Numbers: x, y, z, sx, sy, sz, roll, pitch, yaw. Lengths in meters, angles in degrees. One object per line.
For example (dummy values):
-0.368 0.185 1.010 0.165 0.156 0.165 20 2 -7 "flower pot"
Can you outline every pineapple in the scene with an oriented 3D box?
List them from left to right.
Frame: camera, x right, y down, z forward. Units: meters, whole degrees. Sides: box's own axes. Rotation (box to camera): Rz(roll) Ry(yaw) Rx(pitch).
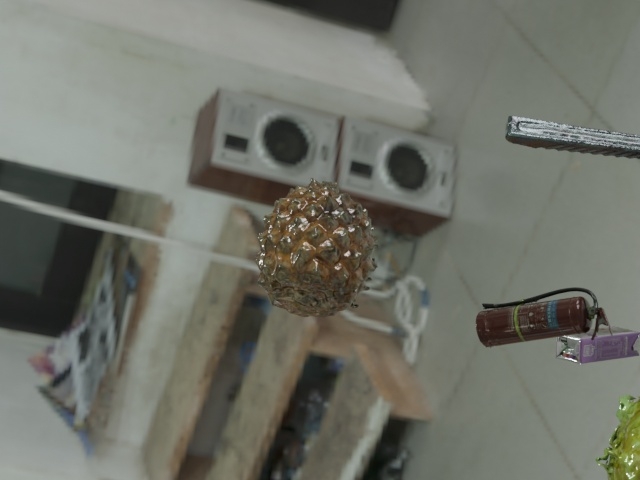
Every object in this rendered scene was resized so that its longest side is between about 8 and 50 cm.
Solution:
0.000 0.000 1.675 0.166 0.166 0.193 133 154 -54 "pineapple"

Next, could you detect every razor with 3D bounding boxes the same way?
0.233 -0.071 0.975 0.033 0.190 0.066 108 171 -59 "razor"

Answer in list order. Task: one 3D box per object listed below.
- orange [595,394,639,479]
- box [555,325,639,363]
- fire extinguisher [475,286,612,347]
0.451 0.253 1.352 0.223 0.300 0.301 -65 27 21 "orange"
0.370 0.139 1.726 0.050 0.117 0.036 12 101 55 "box"
0.217 0.076 1.249 0.132 0.039 0.056 -12 62 31 "fire extinguisher"
